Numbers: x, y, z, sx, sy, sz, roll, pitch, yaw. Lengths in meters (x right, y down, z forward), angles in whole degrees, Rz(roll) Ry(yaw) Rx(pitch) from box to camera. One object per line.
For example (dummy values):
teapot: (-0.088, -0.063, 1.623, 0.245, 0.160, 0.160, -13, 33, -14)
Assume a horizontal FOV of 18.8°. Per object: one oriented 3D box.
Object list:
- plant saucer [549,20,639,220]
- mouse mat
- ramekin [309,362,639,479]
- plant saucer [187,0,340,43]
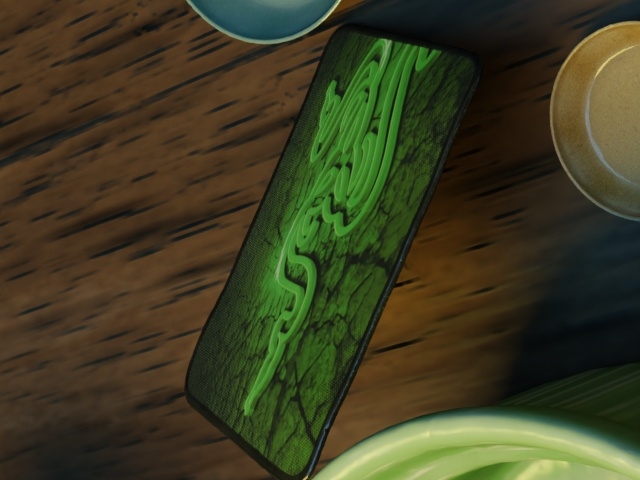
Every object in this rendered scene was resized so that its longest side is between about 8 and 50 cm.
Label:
plant saucer: (0.134, -0.050, 0.795, 0.083, 0.015, 0.083, 11, 109, 34)
mouse mat: (0.000, 0.000, 0.821, 0.189, 0.007, 0.152, -66, 25, 1)
ramekin: (0.126, 0.196, 0.783, 0.303, 0.148, 0.303, 11, 109, 34)
plant saucer: (-0.024, -0.150, 0.880, 0.119, 0.021, 0.119, 10, 107, 34)
